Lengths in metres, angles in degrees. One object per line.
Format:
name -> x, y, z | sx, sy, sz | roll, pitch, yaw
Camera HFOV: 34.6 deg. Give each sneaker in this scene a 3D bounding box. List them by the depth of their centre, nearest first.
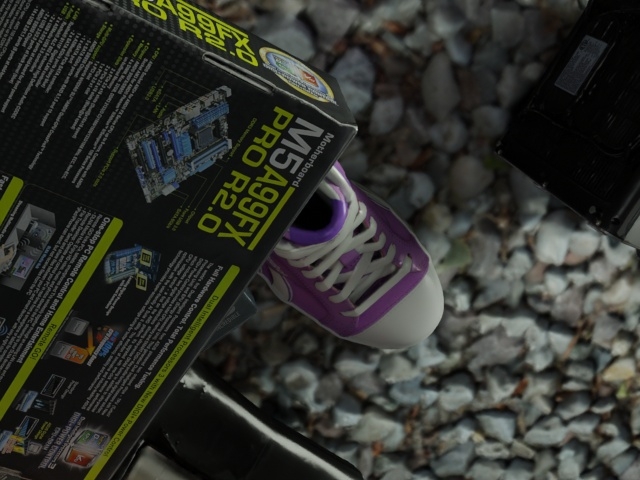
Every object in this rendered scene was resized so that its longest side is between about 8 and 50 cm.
sneaker -> -0.001, 0.001, 0.650 | 0.102, 0.161, 0.282 | -46, 118, 2

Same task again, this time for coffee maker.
coffee maker -> -0.058, 0.146, 0.711 | 0.178, 0.120, 0.171 | 38, 95, -27

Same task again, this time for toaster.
toaster -> 0.226, -0.088, 0.682 | 0.110, 0.168, 0.185 | 25, 103, -27

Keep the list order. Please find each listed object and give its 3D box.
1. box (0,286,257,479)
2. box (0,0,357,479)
box -> -0.183, 0.033, 0.609 | 0.233, 0.059, 0.183 | -36, 118, -1
box -> -0.146, -0.007, 0.503 | 0.216, 0.060, 0.270 | 23, 116, -27
